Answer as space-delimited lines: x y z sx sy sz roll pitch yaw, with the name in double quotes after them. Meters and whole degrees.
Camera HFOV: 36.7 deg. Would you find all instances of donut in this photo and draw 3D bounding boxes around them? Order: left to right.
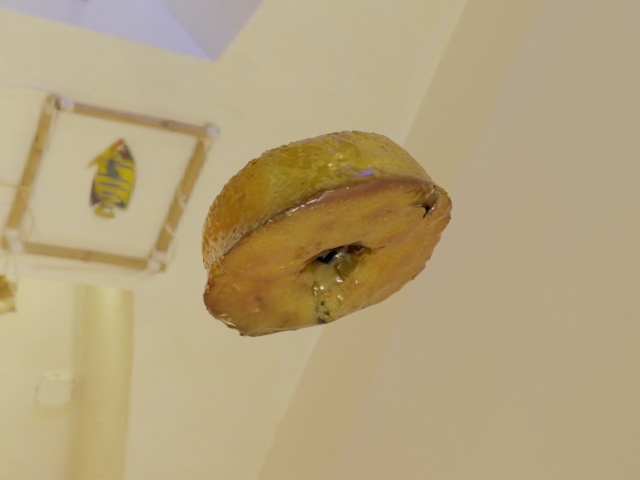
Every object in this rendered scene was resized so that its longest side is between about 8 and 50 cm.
0.002 -0.001 0.916 0.253 0.253 0.118 -53 -124 38 "donut"
